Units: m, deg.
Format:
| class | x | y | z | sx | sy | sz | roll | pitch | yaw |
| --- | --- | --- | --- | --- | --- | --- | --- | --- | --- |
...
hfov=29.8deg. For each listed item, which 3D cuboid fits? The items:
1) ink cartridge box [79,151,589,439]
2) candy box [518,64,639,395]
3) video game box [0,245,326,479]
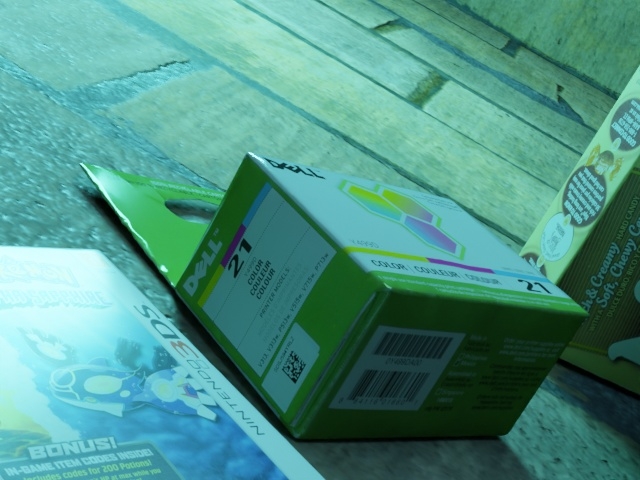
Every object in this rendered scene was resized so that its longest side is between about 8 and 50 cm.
| class | x | y | z | sx | sy | sz | roll | pitch | yaw |
| --- | --- | --- | --- | --- | --- | --- | --- | --- | --- |
| ink cartridge box | 0.000 | 0.000 | 0.714 | 0.189 | 0.097 | 0.255 | 9 | 28 | -47 |
| candy box | 0.291 | -0.034 | 0.888 | 0.183 | 0.316 | 0.087 | 24 | 20 | -16 |
| video game box | -0.114 | 0.067 | 0.447 | 0.187 | 0.048 | 0.205 | 38 | 20 | 31 |
